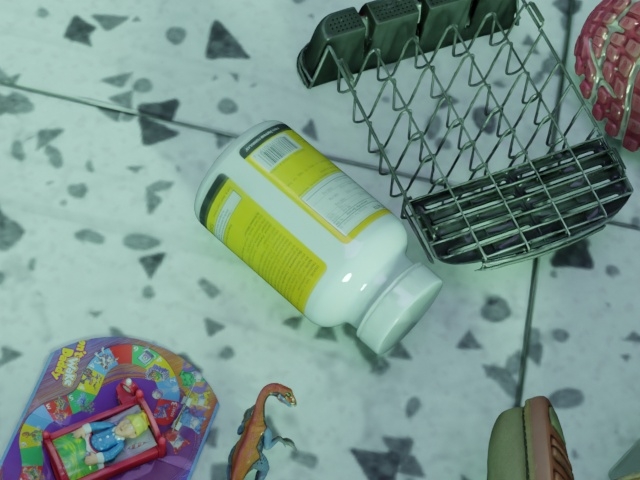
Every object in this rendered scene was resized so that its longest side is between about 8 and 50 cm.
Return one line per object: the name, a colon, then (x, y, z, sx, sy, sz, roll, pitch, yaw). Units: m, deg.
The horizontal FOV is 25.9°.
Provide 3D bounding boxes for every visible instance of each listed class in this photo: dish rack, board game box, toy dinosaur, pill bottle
dish rack: (0.123, -0.098, 1.150, 0.208, 0.074, 0.271, -19, 67, -16)
board game box: (-0.153, 0.139, 1.001, 0.133, 0.033, 0.168, 19, 60, 3)
toy dinosaur: (-0.043, 0.145, 0.990, 0.047, 0.090, 0.082, 12, 104, 11)
pill bottle: (0.000, 0.000, 1.058, 0.184, 0.103, 0.103, 41, 64, 15)

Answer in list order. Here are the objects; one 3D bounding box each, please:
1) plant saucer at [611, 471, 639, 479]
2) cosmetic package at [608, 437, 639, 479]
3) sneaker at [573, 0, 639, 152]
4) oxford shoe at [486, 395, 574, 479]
plant saucer: (0.237, 0.255, 0.933, 0.199, 0.036, 0.198, -12, 69, 35)
cosmetic package: (0.336, 0.137, 0.997, 0.184, 0.151, 0.151, -39, 72, -25)
sneaker: (0.349, -0.105, 1.170, 0.299, 0.121, 0.112, 35, 33, 13)
oxford shoe: (0.099, 0.266, 0.900, 0.130, 0.123, 0.348, -2, 63, 23)
